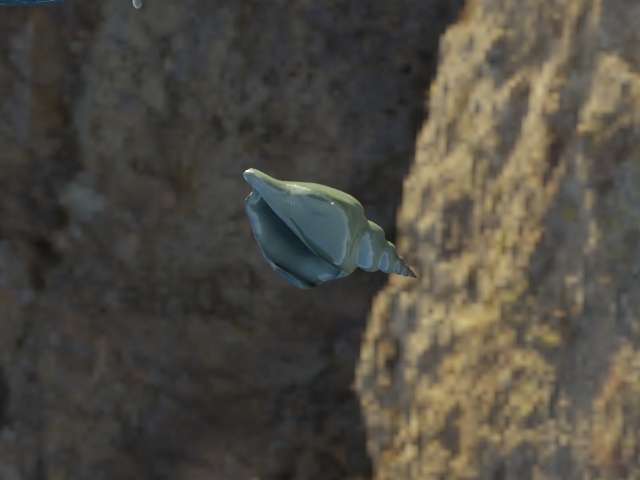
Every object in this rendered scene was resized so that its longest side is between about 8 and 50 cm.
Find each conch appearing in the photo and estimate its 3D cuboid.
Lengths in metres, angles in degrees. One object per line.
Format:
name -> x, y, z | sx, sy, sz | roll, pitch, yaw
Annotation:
conch -> 0.003, -0.003, 1.555 | 0.088, 0.180, 0.065 | -67, -15, 15

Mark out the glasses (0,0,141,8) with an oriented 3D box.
glasses -> -0.316, -0.349, 2.058 | 0.189, 0.220, 0.088 | 93, 177, -67
